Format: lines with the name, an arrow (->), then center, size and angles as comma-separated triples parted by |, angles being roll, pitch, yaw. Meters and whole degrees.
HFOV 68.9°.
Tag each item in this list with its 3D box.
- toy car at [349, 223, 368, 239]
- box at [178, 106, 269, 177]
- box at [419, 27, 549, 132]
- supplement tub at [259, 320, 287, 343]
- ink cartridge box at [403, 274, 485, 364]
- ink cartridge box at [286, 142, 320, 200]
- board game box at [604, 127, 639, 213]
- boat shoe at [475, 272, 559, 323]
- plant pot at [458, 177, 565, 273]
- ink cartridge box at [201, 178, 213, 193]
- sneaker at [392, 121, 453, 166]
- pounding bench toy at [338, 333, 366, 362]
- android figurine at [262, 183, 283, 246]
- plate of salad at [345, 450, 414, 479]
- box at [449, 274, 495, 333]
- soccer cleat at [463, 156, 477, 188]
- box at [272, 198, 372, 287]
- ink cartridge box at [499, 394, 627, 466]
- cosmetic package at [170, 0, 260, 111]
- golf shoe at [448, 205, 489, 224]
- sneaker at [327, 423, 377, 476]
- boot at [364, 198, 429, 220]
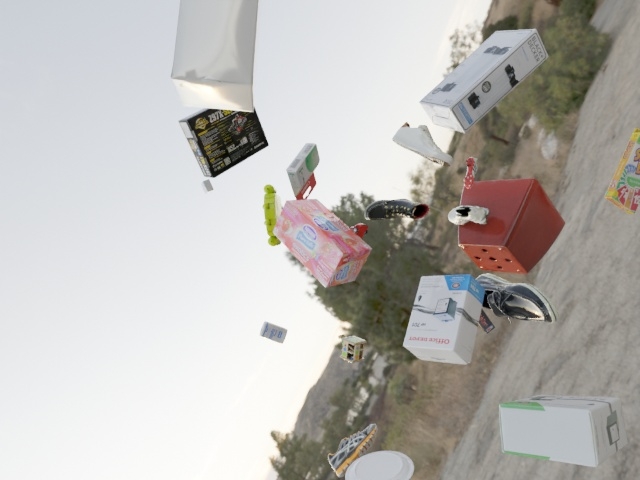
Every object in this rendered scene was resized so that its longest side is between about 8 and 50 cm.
toy car -> 0.081, 0.040, 1.850 | 0.225, 0.053, 0.238 | -21, -42, -17
box -> -0.391, -0.445, 1.942 | 0.322, 0.079, 0.257 | -39, -58, -31
box -> 0.426, -0.425, 1.235 | 0.290, 0.087, 0.169 | -43, 27, 1
supplement tub -> -0.201, 0.392, 1.988 | 0.071, 0.107, 0.070 | -159, 90, -83
ink cartridge box -> 0.293, 0.183, 1.102 | 0.082, 0.140, 0.190 | 41, -122, -33
ink cartridge box -> -0.054, -0.258, 1.916 | 0.181, 0.056, 0.224 | -59, -32, -34
board game box -> 1.033, -0.230, 1.532 | 0.259, 0.124, 0.039 | -66, 21, -5
boat shoe -> 0.840, 0.274, 2.078 | 0.156, 0.186, 0.500 | -32, 17, -12
plant pot -> 0.626, -0.034, 1.597 | 0.267, 0.267, 0.235 | 40, -112, -33
ink cartridge box -> -0.465, -0.220, 1.917 | 0.028, 0.048, 0.083 | -25, 7, -19
sneaker -> 0.437, -0.410, 1.926 | 0.123, 0.290, 0.106 | -57, -29, 6
pounding bench toy -> 0.084, 0.315, 1.358 | 0.052, 0.083, 0.065 | 0, -81, -42
android figurine -> -0.188, -0.099, 1.858 | 0.273, 0.056, 0.248 | -29, -65, -85
plate of salad -> 0.171, 0.670, 1.339 | 0.200, 0.200, 0.048 | -25, -77, -69
box -> 0.602, 0.260, 1.901 | 0.044, 0.233, 0.159 | -40, 30, 2
soccer cleat -> 0.399, -0.179, 1.231 | 0.036, 0.029, 0.083 | -13, -70, -35
box -> 0.000, 0.000, 1.553 | 0.154, 0.300, 0.142 | -8, -47, -45
ink cartridge box -> 0.610, 0.462, 1.169 | 0.289, 0.211, 0.121 | 12, -108, -46
cosmetic package -> -0.254, -0.533, 1.188 | 0.155, 0.197, 0.365 | 122, 152, -78
golf shoe -> 0.468, -0.093, 1.535 | 0.176, 0.086, 0.069 | -1, 74, 66
sneaker -> 0.115, 0.717, 1.632 | 0.215, 0.083, 0.084 | -39, -39, -20
boot -> 0.324, -0.127, 1.982 | 0.179, 0.237, 0.085 | -155, 55, -65
